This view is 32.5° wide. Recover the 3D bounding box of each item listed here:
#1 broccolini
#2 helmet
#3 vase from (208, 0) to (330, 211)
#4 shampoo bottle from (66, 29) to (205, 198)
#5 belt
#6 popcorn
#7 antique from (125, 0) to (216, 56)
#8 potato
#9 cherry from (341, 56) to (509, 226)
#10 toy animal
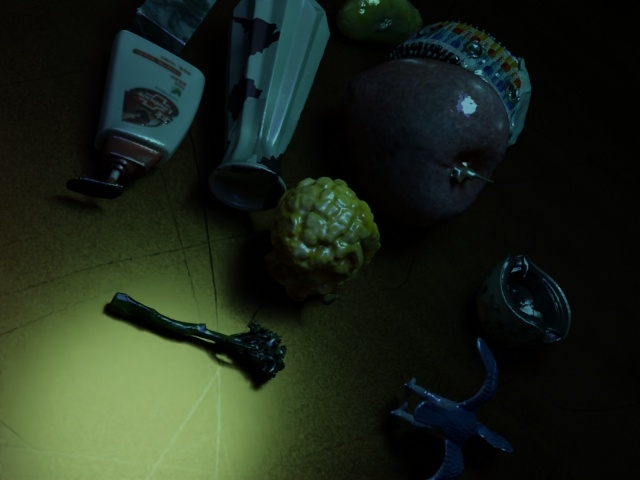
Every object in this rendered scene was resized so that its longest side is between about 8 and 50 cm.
[{"bbox_3d":[-0.153,0.115,1.457,0.254,0.057,0.071,24,7,-24],"label":"broccolini"},{"bbox_3d":[0.313,0.110,1.756,0.177,0.107,0.153,12,49,-52],"label":"helmet"},{"bbox_3d":[-0.083,-0.221,1.670,0.165,0.165,0.360,23,55,-21],"label":"vase"},{"bbox_3d":[-0.265,-0.163,1.548,0.153,0.071,0.284,28,47,-15],"label":"shampoo bottle"},{"bbox_3d":[0.234,-0.251,1.867,0.257,0.207,0.150,42,48,7],"label":"belt"},{"bbox_3d":[0.000,0.000,1.566,0.180,0.180,0.170,5,57,-33],"label":"popcorn"},{"bbox_3d":[-0.226,-0.351,1.691,0.088,0.086,0.183,36,47,-11],"label":"antique"},{"bbox_3d":[0.112,-0.392,1.951,0.188,0.105,0.085,11,37,-44],"label":"potato"},{"bbox_3d":[0.157,-0.161,1.726,0.307,0.261,0.221,39,20,28],"label":"cherry"},{"bbox_3d":[0.192,0.251,1.541,0.176,0.239,0.255,22,0,13],"label":"toy animal"}]
